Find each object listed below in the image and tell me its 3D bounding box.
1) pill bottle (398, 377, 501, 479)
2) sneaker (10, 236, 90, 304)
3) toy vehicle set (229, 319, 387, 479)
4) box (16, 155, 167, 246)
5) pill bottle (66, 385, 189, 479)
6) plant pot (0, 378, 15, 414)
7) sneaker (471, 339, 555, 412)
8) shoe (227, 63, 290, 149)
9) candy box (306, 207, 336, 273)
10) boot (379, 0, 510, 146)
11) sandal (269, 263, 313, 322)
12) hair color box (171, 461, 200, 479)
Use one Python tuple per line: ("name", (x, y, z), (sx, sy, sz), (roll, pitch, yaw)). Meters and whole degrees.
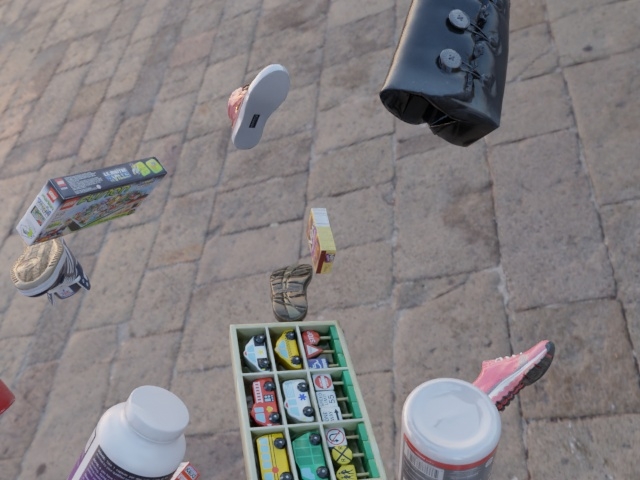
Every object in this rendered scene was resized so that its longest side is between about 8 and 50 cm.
("pill bottle", (0.282, 0.501, 1.448), (0.210, 0.363, 0.210), (-2, 40, 2))
("sneaker", (-0.529, 0.078, 1.269), (0.099, 0.153, 0.282), (-22, 27, -11))
("toy vehicle set", (-0.027, 0.220, 0.857), (0.165, 0.035, 0.267), (-1, 41, -15))
("box", (-0.333, -0.062, 0.945), (0.114, 0.036, 0.207), (-41, -6, 32))
("pill bottle", (-0.388, 0.453, 1.271), (0.323, 0.181, 0.181), (-58, 42, 16))
("plant pot", (-0.493, 0.188, 0.751), (0.191, 0.174, 0.191), (-34, 7, 5))
("sneaker", (0.549, 0.385, 1.887), (0.314, 0.116, 0.136), (-43, 52, 4))
("shoe", (-0.109, -0.237, 1.049), (0.178, 0.063, 0.081), (-54, 44, 45))
("candy box", (0.000, 0.000, 1.995), (0.053, 0.109, 0.187), (1, 45, -13))
("boot", (0.173, -0.425, 1.140), (0.366, 0.146, 0.445), (17, 75, -4))
("sandal", (-0.055, 0.112, 1.277), (0.090, 0.060, 0.219), (-5, 28, -2))
("hair color box", (-0.412, 0.679, 1.718), (0.093, 0.053, 0.167), (-26, 16, 49))
